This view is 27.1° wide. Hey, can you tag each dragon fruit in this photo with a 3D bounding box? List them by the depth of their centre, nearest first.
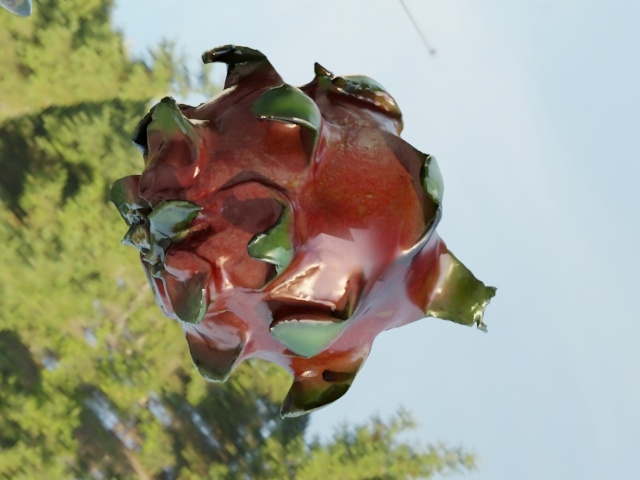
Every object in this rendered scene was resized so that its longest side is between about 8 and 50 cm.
[{"bbox_3d":[0.003,0.001,0.604,0.135,0.236,0.137,-41,-124,11],"label":"dragon fruit"}]

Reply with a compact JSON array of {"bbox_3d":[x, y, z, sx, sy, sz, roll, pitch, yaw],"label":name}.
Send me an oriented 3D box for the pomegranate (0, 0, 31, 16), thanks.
[{"bbox_3d":[-0.170,-0.156,0.542,0.159,0.205,0.159,-7,-110,18],"label":"pomegranate"}]
